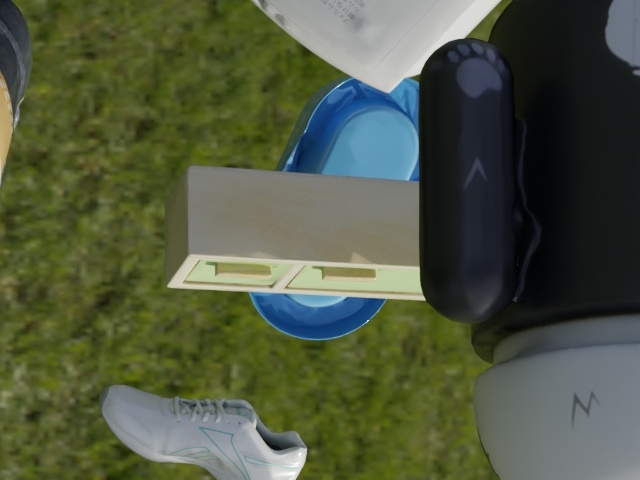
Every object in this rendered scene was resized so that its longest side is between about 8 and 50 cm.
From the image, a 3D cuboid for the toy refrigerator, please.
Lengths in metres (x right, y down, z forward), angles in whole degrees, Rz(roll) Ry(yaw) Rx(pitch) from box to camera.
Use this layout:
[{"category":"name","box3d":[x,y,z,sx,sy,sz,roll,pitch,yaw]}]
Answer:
[{"category":"toy refrigerator","box3d":[0.000,0.000,1.498,0.270,0.102,0.094,4,71,-17]}]

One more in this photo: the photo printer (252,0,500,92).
[{"category":"photo printer","box3d":[0.047,-0.267,1.176,0.256,0.307,0.107,43,40,-2]}]

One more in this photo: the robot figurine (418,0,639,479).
[{"category":"robot figurine","box3d":[0.146,-0.009,0.671,0.173,0.209,0.278,70,23,-72]}]

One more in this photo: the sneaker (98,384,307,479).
[{"category":"sneaker","box3d":[-0.079,0.128,1.130,0.152,0.061,0.053,26,28,-18]}]

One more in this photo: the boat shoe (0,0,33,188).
[{"category":"boat shoe","box3d":[-0.372,-0.047,0.963,0.186,0.500,0.156,61,33,-29]}]

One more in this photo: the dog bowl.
[{"category":"dog bowl","box3d":[0.021,-0.043,1.740,0.166,0.074,0.297,21,101,-22]}]
